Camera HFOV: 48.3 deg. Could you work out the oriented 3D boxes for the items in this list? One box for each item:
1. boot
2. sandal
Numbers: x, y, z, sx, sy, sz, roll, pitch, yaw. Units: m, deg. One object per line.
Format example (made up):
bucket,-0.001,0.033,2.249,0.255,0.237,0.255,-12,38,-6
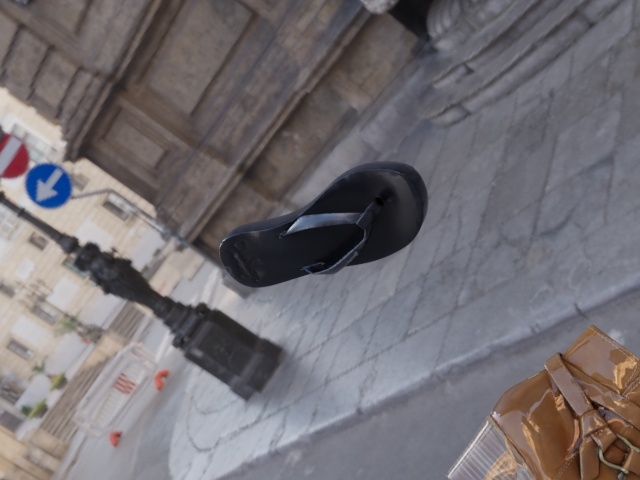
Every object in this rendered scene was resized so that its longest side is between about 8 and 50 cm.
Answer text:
boot,0.290,0.240,0.677,0.220,0.283,0.109,-46,-25,-1
sandal,0.000,0.001,0.734,0.254,0.097,0.054,-24,21,32
